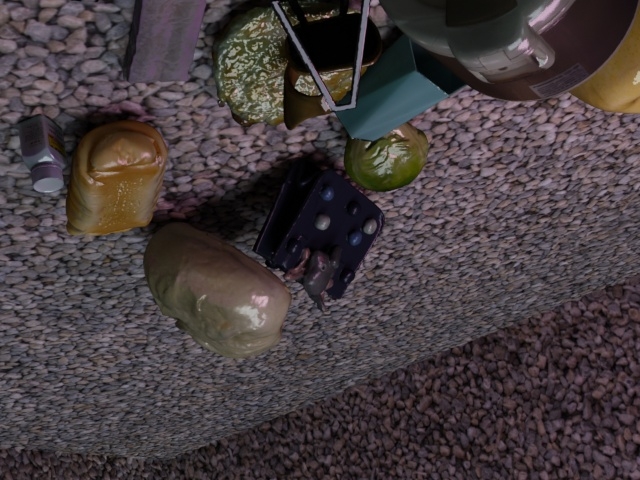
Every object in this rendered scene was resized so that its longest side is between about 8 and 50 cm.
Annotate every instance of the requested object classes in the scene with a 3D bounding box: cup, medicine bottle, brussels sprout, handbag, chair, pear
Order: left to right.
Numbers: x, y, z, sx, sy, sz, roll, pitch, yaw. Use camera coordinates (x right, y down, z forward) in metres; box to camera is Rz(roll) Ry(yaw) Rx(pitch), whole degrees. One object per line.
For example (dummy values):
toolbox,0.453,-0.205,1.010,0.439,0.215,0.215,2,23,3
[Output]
medicine bottle,-0.469,-0.145,1.727,0.055,0.118,0.074,-17,156,9
handbag,0.000,0.000,2.156,0.118,0.269,0.325,24,176,33
chair,0.003,-0.294,1.508,0.172,0.159,0.247,-13,132,2
brussels sprout,0.124,-0.170,1.991,0.161,0.144,0.181,-5,140,30
cup,0.138,-0.265,1.792,0.134,0.148,0.235,7,154,-34
pear,0.496,-0.347,1.623,0.309,0.309,0.309,-12,157,-5

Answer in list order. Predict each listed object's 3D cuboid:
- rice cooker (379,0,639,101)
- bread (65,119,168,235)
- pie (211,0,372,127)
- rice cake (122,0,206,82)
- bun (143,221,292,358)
rice cooker,0.246,-0.367,1.377,0.335,0.335,0.325,-25,158,24
bread,-0.371,-0.115,1.847,0.173,0.121,0.311,-8,157,-23
pie,-0.046,-0.296,1.656,0.274,0.105,0.257,-15,147,-3
rice cake,-0.231,-0.331,1.529,0.106,0.050,0.298,-6,155,-20
bun,-0.221,0.118,2.168,0.213,0.361,0.361,-57,155,-7
